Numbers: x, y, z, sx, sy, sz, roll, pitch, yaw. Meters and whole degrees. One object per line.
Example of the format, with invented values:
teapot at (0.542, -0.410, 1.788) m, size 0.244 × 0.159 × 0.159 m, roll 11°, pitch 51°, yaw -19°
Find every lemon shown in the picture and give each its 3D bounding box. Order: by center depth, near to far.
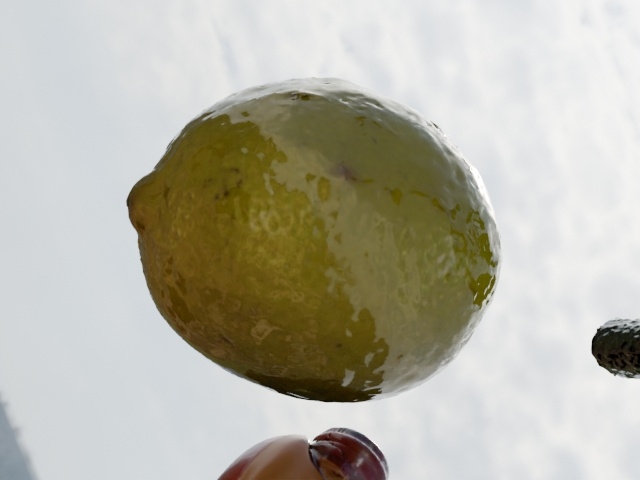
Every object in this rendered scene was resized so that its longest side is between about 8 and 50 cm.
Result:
lemon at (-0.002, -0.001, 1.364) m, size 0.284 × 0.260 × 0.260 m, roll 24°, pitch -20°, yaw 3°

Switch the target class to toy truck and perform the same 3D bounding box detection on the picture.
toy truck at (-0.047, 0.297, 1.542) m, size 0.239 × 0.189 × 0.265 m, roll -5°, pitch -60°, yaw 39°

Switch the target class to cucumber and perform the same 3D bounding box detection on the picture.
cucumber at (0.288, 0.080, 1.363) m, size 0.052 × 0.058 × 0.214 m, roll 48°, pitch -22°, yaw -13°
